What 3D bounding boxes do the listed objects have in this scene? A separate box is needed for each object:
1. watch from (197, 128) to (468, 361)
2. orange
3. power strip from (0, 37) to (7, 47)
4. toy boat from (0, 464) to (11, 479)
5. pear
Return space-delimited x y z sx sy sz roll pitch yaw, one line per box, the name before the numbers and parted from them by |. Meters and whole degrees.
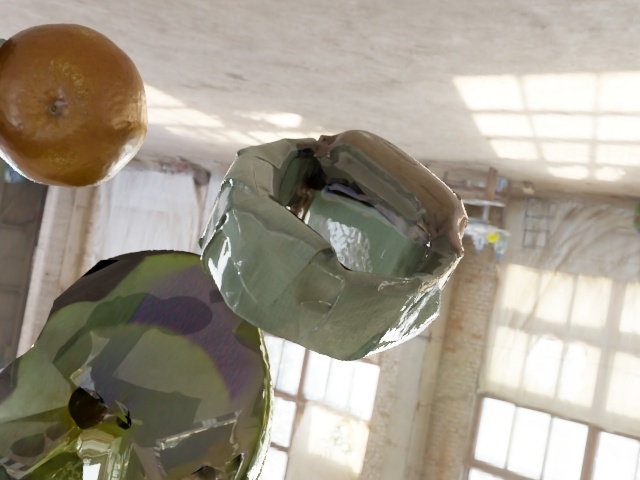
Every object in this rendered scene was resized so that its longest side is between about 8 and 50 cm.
watch | 0.000 0.000 0.675 0.241 0.162 0.253 -3 -145 -44
orange | -0.247 -0.129 0.716 0.158 0.159 0.136 10 -172 -8
power strip | -0.593 -0.301 1.198 0.054 0.168 0.253 -13 160 17
toy boat | -0.263 0.243 0.516 0.096 0.206 0.282 -31 180 -4
pear | -0.200 0.223 0.832 0.398 0.399 0.165 9 154 32
